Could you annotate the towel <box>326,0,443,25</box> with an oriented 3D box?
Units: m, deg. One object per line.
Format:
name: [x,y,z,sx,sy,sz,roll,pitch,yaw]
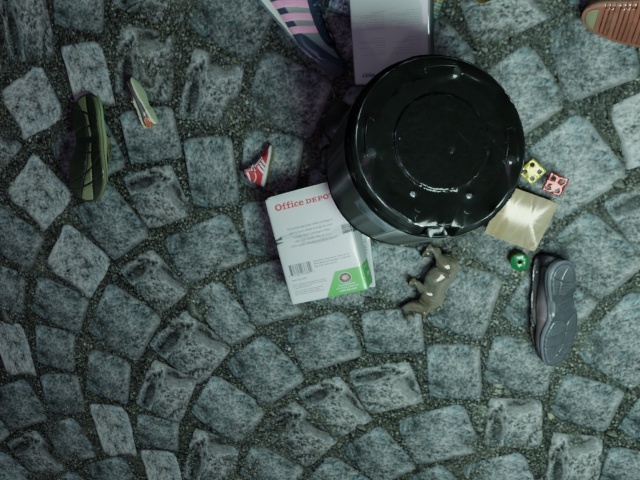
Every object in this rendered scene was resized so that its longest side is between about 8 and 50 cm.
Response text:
towel: [0.185,-0.680,1.215,0.271,0.040,0.370,20,111,7]

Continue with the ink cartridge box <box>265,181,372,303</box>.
ink cartridge box: [0.000,0.000,1.413,0.211,0.121,0.289,-12,95,16]

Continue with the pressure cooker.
pressure cooker: [0.194,-0.175,1.191,0.375,0.420,0.370,-10,87,-8]

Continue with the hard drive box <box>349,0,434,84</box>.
hard drive box: [0.165,-0.484,1.223,0.181,0.089,0.232,4,120,17]

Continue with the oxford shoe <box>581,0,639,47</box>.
oxford shoe: [0.763,-0.500,1.115,0.397,0.140,0.147,7,78,15]

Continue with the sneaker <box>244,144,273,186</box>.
sneaker: [-0.167,-0.208,1.445,0.067,0.042,0.118,17,113,3]

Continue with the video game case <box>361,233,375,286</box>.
video game case: [0.075,0.058,1.489,0.143,0.019,0.157,-4,107,15]

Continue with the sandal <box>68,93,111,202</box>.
sandal: [-0.638,-0.259,1.521,0.120,0.086,0.303,5,94,17]

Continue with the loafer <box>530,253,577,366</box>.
loafer: [0.595,0.176,1.385,0.109,0.095,0.303,-12,112,-15]

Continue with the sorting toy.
sorting toy: [0.501,-0.068,1.335,0.132,0.046,0.275,21,111,6]

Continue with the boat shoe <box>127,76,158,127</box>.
boat shoe: [-0.495,-0.376,1.465,0.043,0.049,0.137,-18,107,20]

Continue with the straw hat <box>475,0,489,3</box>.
straw hat: [0.406,-0.584,1.179,0.061,0.144,0.144,12,115,-32]

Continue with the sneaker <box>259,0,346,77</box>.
sneaker: [-0.028,-0.539,1.270,0.131,0.112,0.319,-40,97,24]

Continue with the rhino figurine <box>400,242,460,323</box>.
rhino figurine: [0.287,0.128,1.435,0.106,0.073,0.243,25,113,7]
